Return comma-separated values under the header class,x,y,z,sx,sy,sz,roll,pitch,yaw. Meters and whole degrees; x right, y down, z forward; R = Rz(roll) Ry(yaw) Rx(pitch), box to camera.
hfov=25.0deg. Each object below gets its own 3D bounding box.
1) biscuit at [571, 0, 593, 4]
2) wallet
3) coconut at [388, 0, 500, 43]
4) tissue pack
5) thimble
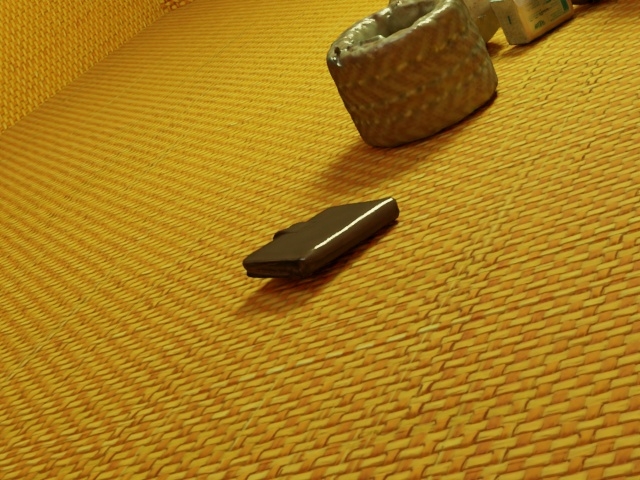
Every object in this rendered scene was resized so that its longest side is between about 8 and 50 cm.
class,x,y,z,sx,sy,sz,roll,pitch,yaw
biscuit,0.416,-0.383,2.022,0.183,0.061,0.118,-34,20,-19
wallet,0.000,0.000,1.522,0.152,0.039,0.118,-34,20,-35
coconut,0.178,-0.332,2.064,0.161,0.161,0.162,-29,-3,-9
tissue pack,0.294,-0.320,1.989,0.094,0.074,0.059,-31,14,-25
thimble,0.116,-0.225,1.841,0.196,0.148,0.229,-21,19,17
